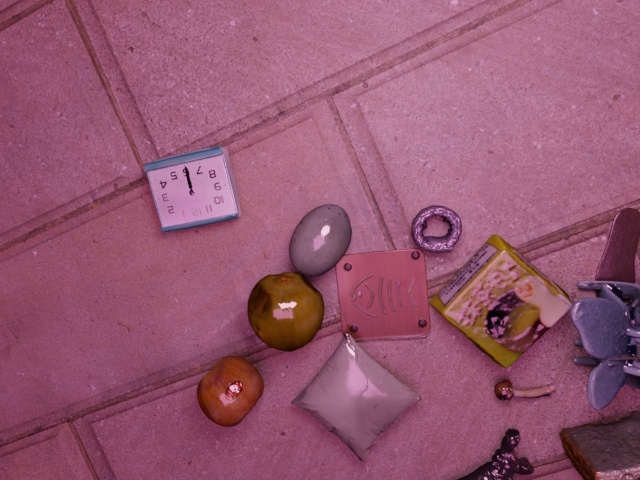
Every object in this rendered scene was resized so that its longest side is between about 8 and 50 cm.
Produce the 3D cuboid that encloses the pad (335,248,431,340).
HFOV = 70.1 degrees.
[{"bbox_3d":[0.198,0.176,1.454,0.284,0.018,0.286,-5,95,9],"label":"pad"}]

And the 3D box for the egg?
[{"bbox_3d":[0.000,0.000,1.382,0.169,0.169,0.236,36,102,3],"label":"egg"}]

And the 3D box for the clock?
[{"bbox_3d":[-0.396,-0.164,1.458,0.262,0.116,0.231,-11,100,11],"label":"clock"}]

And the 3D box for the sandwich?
[{"bbox_3d":[0.886,0.601,1.277,0.325,0.262,0.131,-18,92,10],"label":"sandwich"}]

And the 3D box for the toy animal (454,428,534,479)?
[{"bbox_3d":[0.541,0.758,1.430,0.168,0.106,0.343,44,95,8],"label":"toy animal"}]

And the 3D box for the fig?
[{"bbox_3d":[-0.102,0.232,1.398,0.240,0.239,0.271,-3,118,9],"label":"fig"}]

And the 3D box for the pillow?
[{"bbox_3d":[0.110,0.502,1.452,0.312,0.119,0.310,38,104,2],"label":"pillow"}]

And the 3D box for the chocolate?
[{"bbox_3d":[0.531,0.186,1.343,0.289,0.137,0.301,41,100,2],"label":"chocolate"}]

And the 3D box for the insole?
[{"bbox_3d":[0.879,0.066,1.344,0.111,0.007,0.327,8,98,6],"label":"insole"}]

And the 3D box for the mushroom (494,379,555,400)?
[{"bbox_3d":[0.628,0.461,1.412,0.187,0.061,0.060,1,111,-3],"label":"mushroom"}]

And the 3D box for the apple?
[{"bbox_3d":[-0.290,0.480,1.462,0.188,0.211,0.211,40,101,3],"label":"apple"}]

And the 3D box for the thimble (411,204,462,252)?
[{"bbox_3d":[0.346,-0.033,1.365,0.150,0.098,0.150,1,96,9],"label":"thimble"}]

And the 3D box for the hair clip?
[{"bbox_3d":[0.841,0.277,1.252,0.392,0.238,0.318,-2,99,6],"label":"hair clip"}]
